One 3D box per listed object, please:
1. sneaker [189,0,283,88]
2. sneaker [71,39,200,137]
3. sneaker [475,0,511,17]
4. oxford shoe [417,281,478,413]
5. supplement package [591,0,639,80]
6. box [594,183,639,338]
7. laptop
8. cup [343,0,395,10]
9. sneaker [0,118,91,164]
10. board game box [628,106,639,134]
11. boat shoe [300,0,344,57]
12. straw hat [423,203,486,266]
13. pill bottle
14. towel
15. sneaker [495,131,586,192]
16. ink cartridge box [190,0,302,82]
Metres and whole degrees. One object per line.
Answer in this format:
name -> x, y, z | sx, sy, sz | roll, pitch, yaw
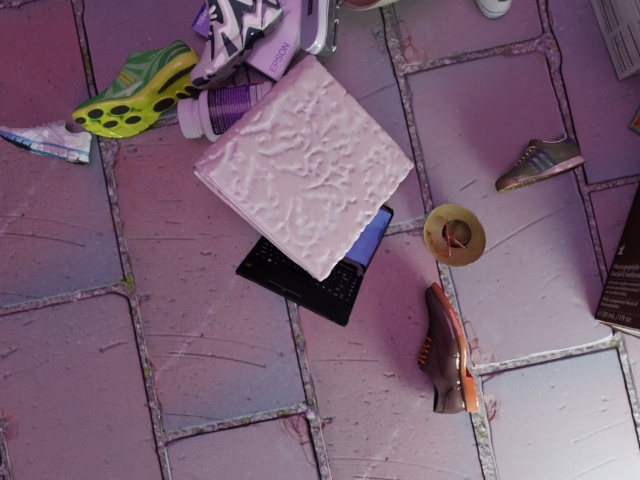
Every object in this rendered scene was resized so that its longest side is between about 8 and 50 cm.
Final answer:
sneaker -> -0.203, -0.424, 0.935 | 0.235, 0.094, 0.153 | -44, 96, 6
sneaker -> -0.381, -0.318, 1.009 | 0.295, 0.109, 0.124 | -27, 60, 4
sneaker -> 0.331, -0.600, 1.001 | 0.094, 0.091, 0.258 | -33, 88, -1
oxford shoe -> 0.242, 0.223, 0.972 | 0.098, 0.097, 0.272 | -14, 88, 6
supplement package -> 0.703, -0.470, 0.905 | 0.199, 0.263, 0.198 | -18, 87, 0
box -> 0.699, 0.011, 0.924 | 0.143, 0.191, 0.382 | 21, 88, 1
laptop -> 0.000, 0.000, 0.960 | 0.234, 0.264, 0.137 | 26, 125, 2
cup -> 0.170, -0.629, 0.920 | 0.236, 0.331, 0.331 | -16, 87, -28
sneaker -> -0.580, -0.223, 1.017 | 0.190, 0.071, 0.083 | 14, 82, -7
board game box -> 0.752, -0.271, 0.891 | 0.144, 0.275, 0.142 | 31, 89, 2
boat shoe -> 0.014, -0.475, 0.948 | 0.076, 0.080, 0.229 | 8, 84, -40
straw hat -> 0.288, -0.019, 0.990 | 0.061, 0.144, 0.145 | -27, 87, -41
pill bottle -> -0.187, -0.262, 0.987 | 0.193, 0.108, 0.108 | -7, 88, 0
towel -> -0.018, -0.142, 0.919 | 0.317, 0.053, 0.332 | 44, 71, -10
sneaker -> 0.447, -0.167, 1.002 | 0.192, 0.064, 0.086 | -18, 80, 0
ink cartridge box -> -0.127, -0.483, 0.997 | 0.224, 0.045, 0.223 | 30, 97, -6
